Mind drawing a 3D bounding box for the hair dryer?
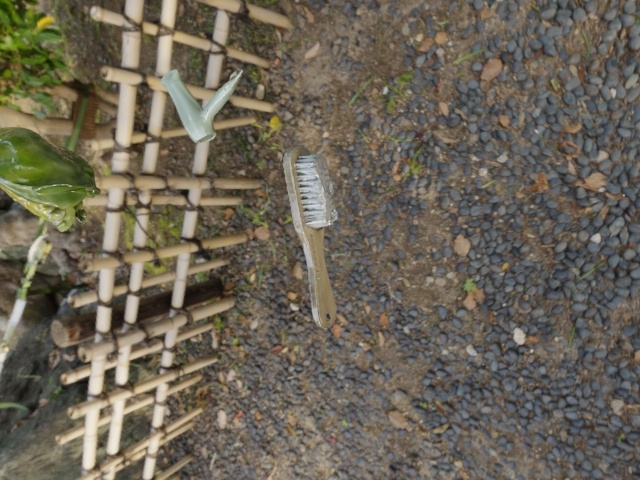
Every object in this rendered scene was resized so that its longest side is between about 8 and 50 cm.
[{"bbox_3d":[-0.297,-0.398,1.211,0.237,0.075,0.206,-28,92,27],"label":"hair dryer"}]

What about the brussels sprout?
[{"bbox_3d":[-0.367,-0.089,0.587,0.100,0.139,0.181,-46,70,-1],"label":"brussels sprout"}]

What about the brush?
[{"bbox_3d":[0.000,0.000,0.797,0.065,0.070,0.328,1,106,36],"label":"brush"}]
